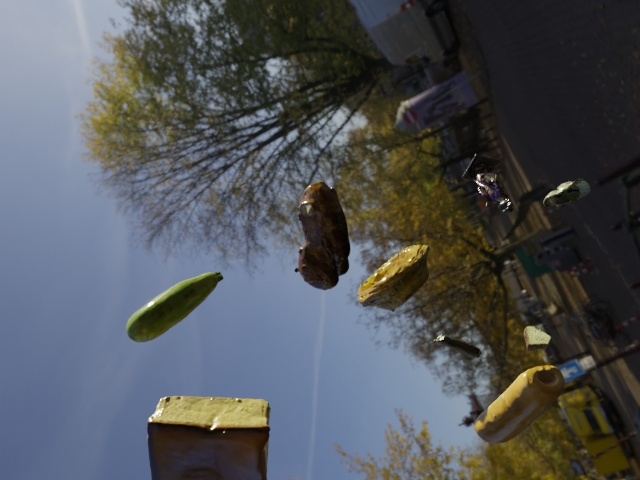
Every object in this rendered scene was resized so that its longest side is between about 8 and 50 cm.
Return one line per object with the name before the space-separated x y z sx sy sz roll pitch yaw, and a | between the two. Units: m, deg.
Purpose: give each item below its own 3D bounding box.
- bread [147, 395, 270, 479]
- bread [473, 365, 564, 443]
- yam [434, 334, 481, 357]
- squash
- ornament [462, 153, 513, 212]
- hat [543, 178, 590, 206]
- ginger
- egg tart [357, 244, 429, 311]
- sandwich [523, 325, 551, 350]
bread | -0.303 0.590 1.545 0.143 0.323 0.333 -95 9 -59
bread | 0.541 0.456 1.505 0.141 0.305 0.091 -4 -133 -28
yam | 0.323 0.245 1.295 0.129 0.033 0.027 25 -121 -28
squash | -0.476 0.208 1.842 0.118 0.370 0.118 41 152 28
ornament | 0.464 -0.136 1.507 0.088 0.081 0.203 8 -136 -20
hat | 0.937 -0.191 2.108 0.166 0.122 0.081 115 158 -64
ginger | 0.000 0.000 2.013 0.254 0.176 0.419 -43 -46 -44
egg tart | 0.323 0.168 2.318 0.169 0.388 0.388 48 -165 0
sandwich | 0.815 0.365 2.083 0.105 0.093 0.036 -85 -15 -50
